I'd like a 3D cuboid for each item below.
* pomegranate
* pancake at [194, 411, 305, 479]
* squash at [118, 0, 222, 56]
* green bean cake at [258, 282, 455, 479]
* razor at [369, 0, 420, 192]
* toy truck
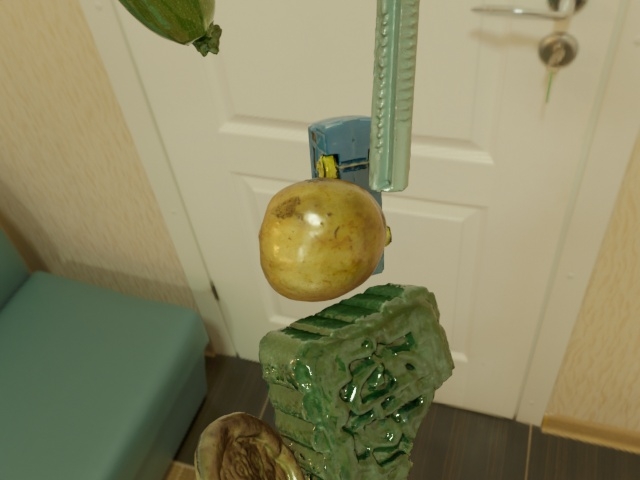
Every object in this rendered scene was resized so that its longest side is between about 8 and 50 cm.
[{"bbox_3d":[0.000,0.000,1.214,0.261,0.260,0.260,-4,47,4],"label":"pomegranate"},{"bbox_3d":[-0.069,0.323,0.790,0.031,0.250,0.250,-32,46,12],"label":"pancake"},{"bbox_3d":[-0.188,-0.299,0.580,0.107,0.395,0.107,-6,69,17],"label":"squash"},{"bbox_3d":[0.082,0.251,1.063,0.308,0.300,0.169,-22,12,-29],"label":"green bean cake"},{"bbox_3d":[0.029,-0.120,0.247,0.036,0.211,0.084,-20,29,-32],"label":"razor"},{"bbox_3d":[0.058,-0.099,1.469,0.161,0.384,0.162,-12,27,-15],"label":"toy truck"}]
